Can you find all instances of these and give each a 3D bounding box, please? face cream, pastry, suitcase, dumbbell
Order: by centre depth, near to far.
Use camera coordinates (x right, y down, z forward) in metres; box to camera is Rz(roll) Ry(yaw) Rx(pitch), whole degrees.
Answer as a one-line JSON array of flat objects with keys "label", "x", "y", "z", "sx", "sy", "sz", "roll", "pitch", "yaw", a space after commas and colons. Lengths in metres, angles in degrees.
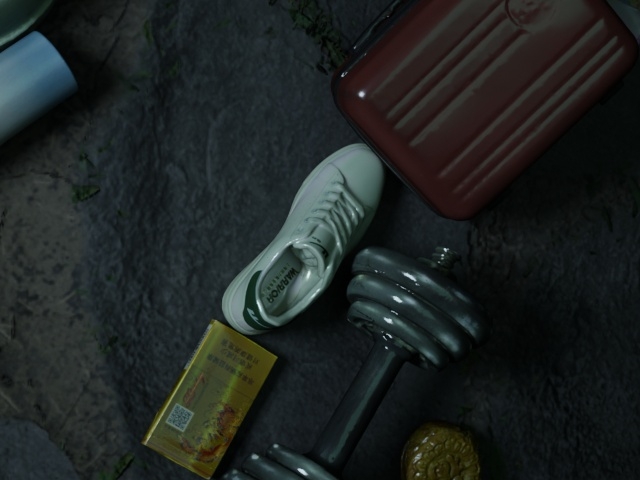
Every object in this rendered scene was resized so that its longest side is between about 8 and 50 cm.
[{"label": "face cream", "x": -0.364, "y": -0.110, "z": 1.030, "sx": 0.250, "sy": 0.077, "sz": 0.077, "roll": -38, "pitch": 101, "yaw": -17}, {"label": "dumbbell", "x": 0.041, "y": 0.180, "z": 1.119, "sx": 0.179, "sy": 0.179, "sz": 0.406, "roll": 36, "pitch": 76, "yaw": -16}, {"label": "suitcase", "x": 0.176, "y": -0.191, "z": 1.152, "sx": 0.297, "sy": 0.161, "sz": 0.236, "roll": -43, "pitch": 107, "yaw": 5}, {"label": "pastry", "x": 0.142, "y": 0.263, "z": 1.220, "sx": 0.109, "sy": 0.057, "sz": 0.097, "roll": -34, "pitch": 105, "yaw": -16}]

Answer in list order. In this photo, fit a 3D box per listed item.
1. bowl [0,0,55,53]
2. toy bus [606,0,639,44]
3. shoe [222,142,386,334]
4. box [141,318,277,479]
[{"label": "bowl", "x": -0.381, "y": -0.326, "z": 0.993, "sx": 0.307, "sy": 0.163, "sz": 0.307, "roll": 0, "pitch": 90, "yaw": -23}, {"label": "toy bus", "x": 0.280, "y": -0.317, "z": 1.271, "sx": 0.274, "sy": 0.090, "sz": 0.112, "roll": 23, "pitch": 90, "yaw": -17}, {"label": "shoe", "x": 0.000, "y": 0.000, "z": 1.147, "sx": 0.095, "sy": 0.110, "sz": 0.265, "roll": 40, "pitch": 78, "yaw": -14}, {"label": "box", "x": -0.121, "y": 0.175, "z": 1.141, "sx": 0.089, "sy": 0.022, "sz": 0.156, "roll": 31, "pitch": 78, "yaw": -15}]
